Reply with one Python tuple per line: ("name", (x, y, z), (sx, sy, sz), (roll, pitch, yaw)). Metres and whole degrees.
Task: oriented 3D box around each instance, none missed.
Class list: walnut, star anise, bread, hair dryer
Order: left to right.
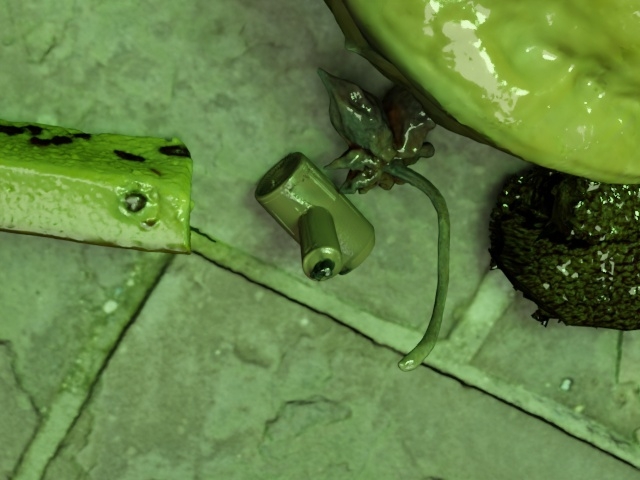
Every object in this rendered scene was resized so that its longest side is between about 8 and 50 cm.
("bread", (-0.288, -0.062, 1.275), (0.361, 0.138, 0.077), (8, 112, -5))
("hair dryer", (0.000, 0.000, 1.284), (0.064, 0.181, 0.117), (-39, 110, 13))
("star anise", (0.075, -0.036, 1.236), (0.218, 0.227, 0.148), (-50, 137, 5))
("walnut", (0.176, -0.232, 1.096), (0.384, 0.383, 0.383), (0, 115, -1))

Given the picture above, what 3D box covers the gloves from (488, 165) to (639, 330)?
("gloves", (0.306, -0.013, 1.312), (0.312, 0.135, 0.210), (-22, 120, 12))
